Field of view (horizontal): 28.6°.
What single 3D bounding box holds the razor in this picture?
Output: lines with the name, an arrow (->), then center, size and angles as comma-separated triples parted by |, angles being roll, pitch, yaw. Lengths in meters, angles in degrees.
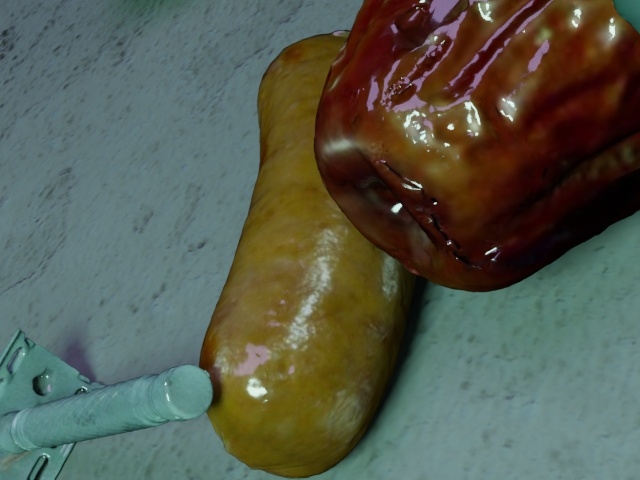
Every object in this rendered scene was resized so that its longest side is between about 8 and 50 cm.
razor -> -0.122, 0.088, 0.649 | 0.232, 0.068, 0.106 | -23, 36, 54

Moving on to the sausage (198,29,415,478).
sausage -> 0.001, 0.001, 0.669 | 0.109, 0.109, 0.270 | -15, 43, 27

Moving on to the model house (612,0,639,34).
model house -> 0.317, -0.129, 0.442 | 0.295, 0.251, 0.329 | 4, 48, 42

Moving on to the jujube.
jujube -> 0.120, -0.111, 0.601 | 0.290, 0.197, 0.197 | -48, 38, -19
